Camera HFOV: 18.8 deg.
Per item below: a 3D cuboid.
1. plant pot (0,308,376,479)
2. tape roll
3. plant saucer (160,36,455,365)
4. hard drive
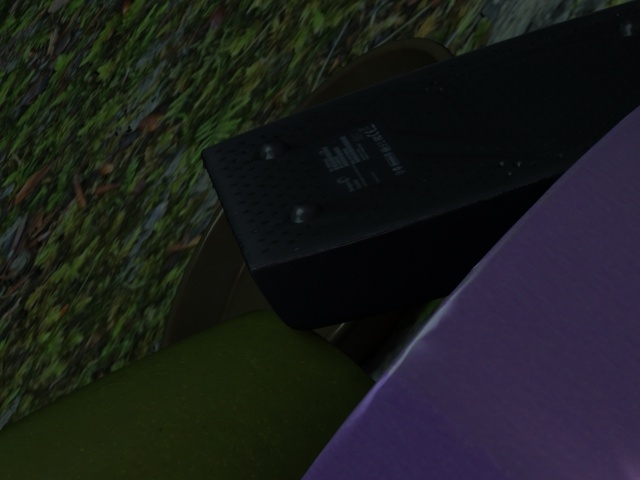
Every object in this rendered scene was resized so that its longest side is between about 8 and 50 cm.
[{"bbox_3d":[-0.086,0.176,0.866,0.293,0.275,0.275,-45,19,-18],"label":"plant pot"},{"bbox_3d":[0.083,0.074,0.667,0.275,0.090,0.275,-45,-15,-15],"label":"tape roll"},{"bbox_3d":[0.000,0.000,1.176,0.278,0.041,0.278,-42,26,26],"label":"plant saucer"},{"bbox_3d":[0.079,-0.040,0.912,0.254,0.054,0.172,-19,25,-4],"label":"hard drive"}]
